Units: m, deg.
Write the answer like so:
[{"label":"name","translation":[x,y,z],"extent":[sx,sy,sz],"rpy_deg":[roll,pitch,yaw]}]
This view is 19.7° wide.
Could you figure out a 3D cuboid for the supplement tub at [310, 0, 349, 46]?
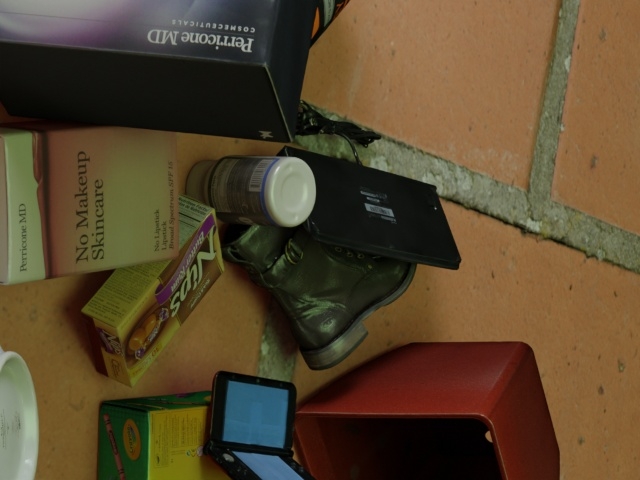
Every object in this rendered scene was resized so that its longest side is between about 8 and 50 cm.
[{"label":"supplement tub","translation":[-0.055,-0.314,1.997],"extent":[0.338,0.207,0.207],"rpy_deg":[-52,129,-32]}]

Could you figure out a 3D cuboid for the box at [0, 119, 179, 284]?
[{"label":"box","translation":[-0.264,-0.044,1.841],"extent":[0.232,0.126,0.149],"rpy_deg":[-10,102,-49]}]

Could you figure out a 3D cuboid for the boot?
[{"label":"boot","translation":[0.000,0.000,2.189],"extent":[0.229,0.091,0.263],"rpy_deg":[58,45,-25]}]

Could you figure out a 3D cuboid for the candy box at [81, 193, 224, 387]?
[{"label":"candy box","translation":[-0.177,0.053,1.984],"extent":[0.187,0.053,0.109],"rpy_deg":[-51,153,-32]}]

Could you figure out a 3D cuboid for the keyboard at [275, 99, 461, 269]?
[{"label":"keyboard","translation":[0.049,-0.065,2.218],"extent":[0.317,0.033,0.202],"rpy_deg":[13,53,-52]}]

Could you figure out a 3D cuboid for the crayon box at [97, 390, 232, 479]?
[{"label":"crayon box","translation":[-0.161,0.312,2.030],"extent":[0.165,0.081,0.279],"rpy_deg":[0,94,-49]}]

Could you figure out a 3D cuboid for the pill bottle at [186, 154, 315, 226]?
[{"label":"pill bottle","translation":[-0.079,-0.056,2.047],"extent":[0.078,0.137,0.078],"rpy_deg":[-5,97,-48]}]

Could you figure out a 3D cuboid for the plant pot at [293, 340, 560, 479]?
[{"label":"plant pot","translation":[0.159,0.260,2.284],"extent":[0.236,0.267,0.267],"rpy_deg":[-50,130,-50]}]

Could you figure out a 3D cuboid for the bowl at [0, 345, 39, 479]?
[{"label":"bowl","translation":[-0.338,0.174,1.666],"extent":[0.298,0.134,0.298],"rpy_deg":[-2,90,-82]}]

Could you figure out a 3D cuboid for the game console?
[{"label":"game console","translation":[-0.052,0.216,2.025],"extent":[0.144,0.124,0.085],"rpy_deg":[14,108,-50]}]

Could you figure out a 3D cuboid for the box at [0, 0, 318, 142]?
[{"label":"box","translation":[-0.153,-0.270,1.758],"extent":[0.183,0.296,0.294],"rpy_deg":[69,28,-69]}]
